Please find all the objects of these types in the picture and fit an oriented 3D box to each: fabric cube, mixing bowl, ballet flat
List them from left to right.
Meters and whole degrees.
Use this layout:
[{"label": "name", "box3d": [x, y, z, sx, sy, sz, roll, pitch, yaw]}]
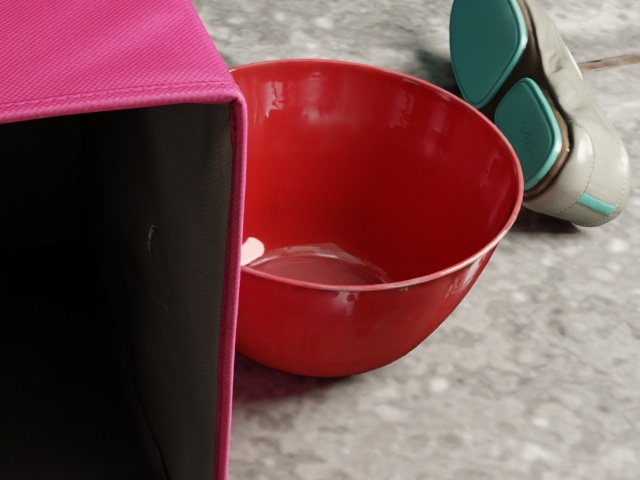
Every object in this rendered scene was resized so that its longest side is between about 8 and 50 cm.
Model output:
[{"label": "fabric cube", "box3d": [-0.190, -0.009, 0.626, 0.259, 0.254, 0.258, -8, 41, -17]}, {"label": "mixing bowl", "box3d": [0.000, 0.000, 0.766, 0.182, 0.098, 0.181, 5, 39, -4]}, {"label": "ballet flat", "box3d": [0.127, -0.082, 0.928, 0.068, 0.072, 0.213, 22, 32, -26]}]
